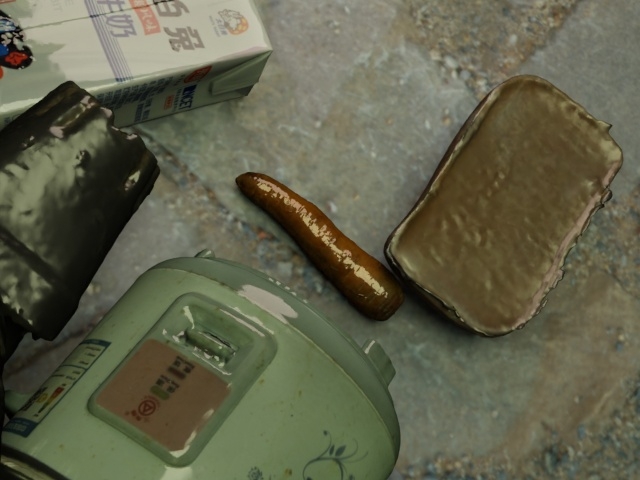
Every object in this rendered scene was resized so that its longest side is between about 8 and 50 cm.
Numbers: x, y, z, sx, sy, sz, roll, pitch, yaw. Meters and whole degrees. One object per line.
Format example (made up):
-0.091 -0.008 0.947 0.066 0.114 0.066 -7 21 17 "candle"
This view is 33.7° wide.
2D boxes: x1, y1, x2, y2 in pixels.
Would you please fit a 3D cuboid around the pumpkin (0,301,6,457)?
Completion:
-0.318 0.110 0.594 0.241 0.323 0.323 17 68 -28 "pumpkin"

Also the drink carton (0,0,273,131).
-0.209 -0.164 0.911 0.315 0.106 0.130 -18 81 -23 "drink carton"

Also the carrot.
0.000 0.000 0.964 0.191 0.047 0.047 44 65 -1 "carrot"

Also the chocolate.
0.168 -0.030 1.010 0.161 0.083 0.261 41 70 -8 "chocolate"

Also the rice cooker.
-0.102 0.175 0.760 0.317 0.264 0.316 1 57 -1 "rice cooker"

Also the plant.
-0.241 -0.002 0.804 0.142 0.164 0.256 42 81 -19 "plant"
